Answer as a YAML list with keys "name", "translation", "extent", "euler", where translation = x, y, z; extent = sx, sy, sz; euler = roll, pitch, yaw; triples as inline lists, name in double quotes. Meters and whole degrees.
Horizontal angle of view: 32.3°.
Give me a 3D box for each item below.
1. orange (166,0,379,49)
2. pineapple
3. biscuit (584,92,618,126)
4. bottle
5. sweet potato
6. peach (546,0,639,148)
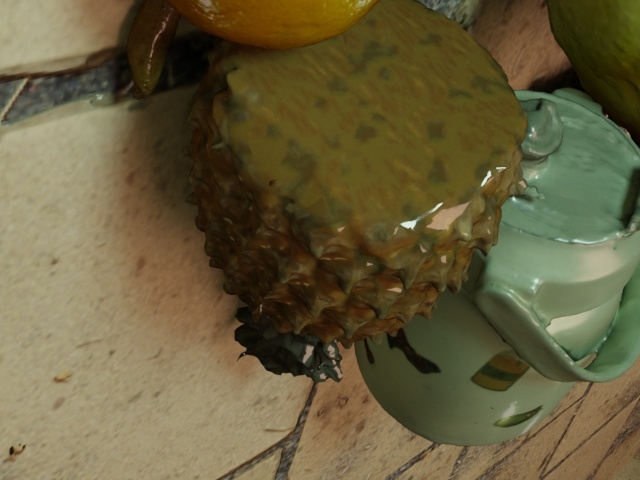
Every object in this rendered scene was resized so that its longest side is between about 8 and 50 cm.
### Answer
- name: "orange"
  translation: [-0.017, -0.168, 0.527]
  extent: [0.156, 0.124, 0.156]
  euler: [-36, 137, -43]
- name: "pineapple"
  translation: [0.000, 0.000, 0.731]
  extent: [0.202, 0.202, 0.362]
  euler: [-36, 162, -29]
- name: "biscuit"
  translation: [0.284, -0.135, 1.143]
  extent: [0.235, 0.063, 0.151]
  euler: [-38, 162, -36]
- name: "bottle"
  translation: [0.159, 0.016, 0.881]
  extent: [0.229, 0.229, 0.351]
  euler: [-39, 163, -25]
- name: "sweet potato"
  translation: [-0.083, -0.130, 0.596]
  extent: [0.026, 0.026, 0.115]
  euler: [3, 116, -59]
- name: "peach"
  translation: [0.317, -0.226, 0.807]
  extent: [0.315, 0.314, 0.281]
  euler: [-36, 176, 3]
